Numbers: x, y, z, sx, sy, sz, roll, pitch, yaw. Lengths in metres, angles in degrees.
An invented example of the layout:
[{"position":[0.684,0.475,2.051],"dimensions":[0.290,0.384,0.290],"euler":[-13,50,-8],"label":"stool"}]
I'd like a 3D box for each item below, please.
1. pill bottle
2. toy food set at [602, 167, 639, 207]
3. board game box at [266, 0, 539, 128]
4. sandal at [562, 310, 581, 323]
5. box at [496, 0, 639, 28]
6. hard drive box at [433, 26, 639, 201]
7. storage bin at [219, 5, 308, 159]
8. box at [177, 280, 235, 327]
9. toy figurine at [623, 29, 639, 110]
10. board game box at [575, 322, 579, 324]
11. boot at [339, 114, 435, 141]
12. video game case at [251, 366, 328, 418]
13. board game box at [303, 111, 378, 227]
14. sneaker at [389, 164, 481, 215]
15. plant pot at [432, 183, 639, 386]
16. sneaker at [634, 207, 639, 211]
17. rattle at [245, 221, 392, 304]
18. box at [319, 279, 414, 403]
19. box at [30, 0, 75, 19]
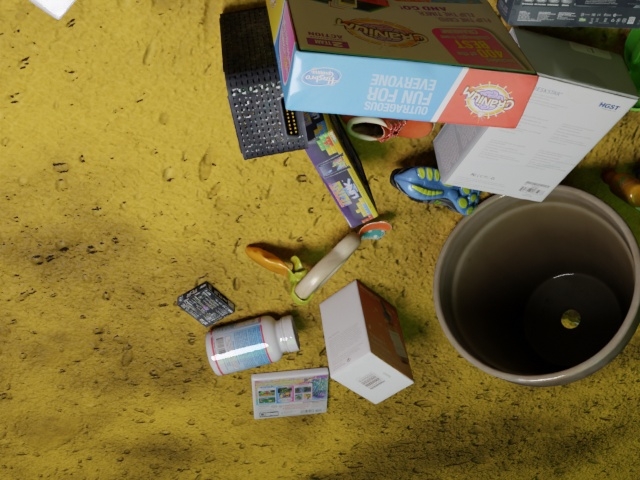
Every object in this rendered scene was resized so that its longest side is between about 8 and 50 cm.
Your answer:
[{"position":[-0.122,0.187,1.334],"dimensions":[0.160,0.087,0.087],"euler":[-14,134,4],"label":"pill bottle"},{"position":[0.569,-0.148,1.163],"dimensions":[0.111,0.104,0.232],"euler":[30,106,-19],"label":"toy food set"},{"position":[0.066,-0.246,0.799],"dimensions":[0.242,0.317,0.064],"euler":[3,132,-13],"label":"board game box"},{"position":[0.512,0.123,1.377],"dimensions":[0.240,0.079,0.088],"euler":[-10,124,9],"label":"sandal"},{"position":[0.358,-0.364,0.921],"dimensions":[0.232,0.059,0.183],"euler":[-2,134,-8],"label":"box"},{"position":[0.297,-0.169,1.042],"dimensions":[0.181,0.089,0.232],"euler":[8,144,-19],"label":"hard drive box"},{"position":[-0.072,-0.200,0.910],"dimensions":[0.084,0.180,0.122],"euler":[-11,134,-1],"label":"storage bin"},{"position":[-0.202,0.114,1.297],"dimensions":[0.067,0.018,0.083],"euler":[-30,131,17],"label":"box"},{"position":[0.512,-0.225,1.038],"dimensions":[0.159,0.130,0.173],"euler":[28,93,-44],"label":"toy figurine"},{"position":[0.536,0.132,1.454],"dimensions":[0.090,0.020,0.090],"euler":[30,122,-32],"label":"board game box"},{"position":[0.098,-0.165,1.045],"dimensions":[0.157,0.085,0.059],"euler":[9,129,-21],"label":"boot"},{"position":[-0.063,0.318,1.519],"dimensions":[0.157,0.019,0.143],"euler":[-4,133,-6],"label":"video game case"},{"position":[0.018,-0.124,1.028],"dimensions":[0.048,0.141,0.170],"euler":[-23,132,11],"label":"board game box"},{"position":[0.186,-0.086,1.154],"dimensions":[0.188,0.078,0.067],"euler":[11,98,-38],"label":"sneaker"},{"position":[0.394,0.101,1.232],"dimensions":[0.323,0.323,0.280],"euler":[-32,147,19],"label":"plant pot"},{"position":[0.565,-0.069,1.267],"dimensions":[0.083,0.031,0.035],"euler":[11,117,-26],"label":"sneaker"},{"position":[0.000,0.000,1.220],"dimensions":[0.200,0.143,0.130],"euler":[-48,158,12],"label":"rattle"},{"position":[0.081,0.181,1.309],"dimensions":[0.091,0.171,0.130],"euler":[-36,130,23],"label":"box"},{"position":[-0.256,-0.357,0.771],"dimensions":[0.203,0.114,0.103],"euler":[-39,127,24],"label":"box"}]
